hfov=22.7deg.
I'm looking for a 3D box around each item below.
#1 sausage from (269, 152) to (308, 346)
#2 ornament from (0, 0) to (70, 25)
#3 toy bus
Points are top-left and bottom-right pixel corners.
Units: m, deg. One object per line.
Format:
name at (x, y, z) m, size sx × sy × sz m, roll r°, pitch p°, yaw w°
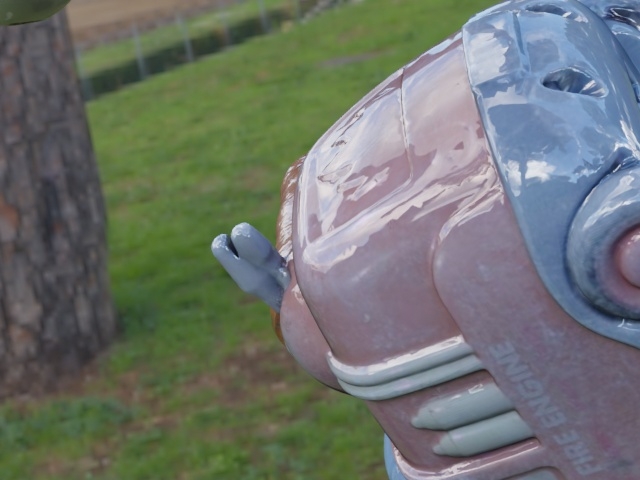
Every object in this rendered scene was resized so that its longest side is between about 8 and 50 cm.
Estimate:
sausage at (0.000, 0.000, 1.521) m, size 0.094 × 0.094 × 0.419 m, roll -43°, pitch 13°, yaw 13°
ornament at (-0.140, -0.150, 0.771) m, size 0.081 × 0.075 × 0.156 m, roll -20°, pitch 2°, yaw -29°
toy bus at (0.107, 0.035, 0.789) m, size 0.231 × 0.294 × 0.197 m, roll -27°, pitch 32°, yaw 17°
